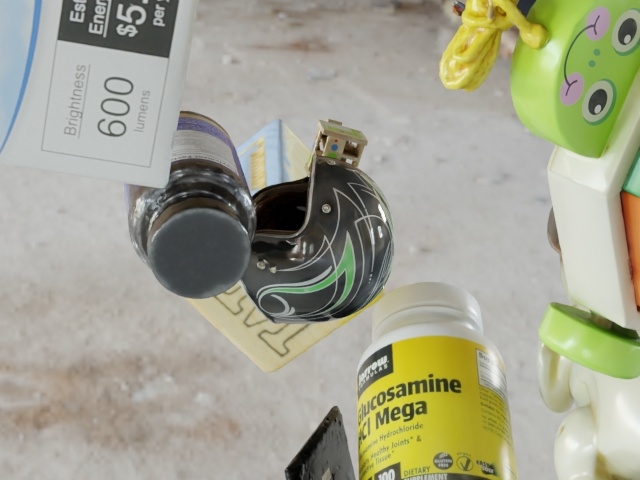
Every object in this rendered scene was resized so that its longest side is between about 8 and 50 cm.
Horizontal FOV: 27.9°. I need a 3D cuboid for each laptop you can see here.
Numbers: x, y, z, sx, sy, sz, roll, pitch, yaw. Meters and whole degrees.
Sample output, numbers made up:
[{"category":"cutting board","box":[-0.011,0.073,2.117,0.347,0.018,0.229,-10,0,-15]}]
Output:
[{"category":"laptop","box":[-0.037,0.369,1.575,0.137,0.264,0.234,-10,9,16]}]

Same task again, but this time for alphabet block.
[{"category":"alphabet block","box":[-0.057,0.006,1.584,0.193,0.197,0.192,-35,27,19]}]

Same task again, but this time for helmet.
[{"category":"helmet","box":[0.000,0.000,1.341,0.162,0.169,0.169,-23,19,15]}]

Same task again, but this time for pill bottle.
[{"category":"pill bottle","box":[-0.128,-0.035,1.252,0.123,0.122,0.219,-1,27,-11]},{"category":"pill bottle","box":[0.137,0.222,1.567,0.188,0.188,0.334,2,49,-4]}]

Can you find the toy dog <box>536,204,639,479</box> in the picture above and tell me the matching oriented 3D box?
[{"category":"toy dog","box":[0.374,0.109,1.495,0.285,0.395,0.408,-4,55,9]}]

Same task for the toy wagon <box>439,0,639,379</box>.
[{"category":"toy wagon","box":[0.198,-0.056,0.634,0.344,0.267,0.068,13,12,-42]}]

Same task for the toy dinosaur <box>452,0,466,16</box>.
[{"category":"toy dinosaur","box":[0.139,-0.213,1.046,0.090,0.082,0.047,32,41,31]}]

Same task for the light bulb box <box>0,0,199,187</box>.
[{"category":"light bulb box","box":[-0.242,-0.254,0.772,0.361,0.358,0.225,8,23,-11]}]

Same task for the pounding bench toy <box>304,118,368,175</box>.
[{"category":"pounding bench toy","box":[0.014,-0.097,1.449,0.052,0.065,0.083,14,16,-12]}]

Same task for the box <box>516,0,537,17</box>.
[{"category":"box","box":[0.320,-0.533,1.339,0.297,0.472,0.479,18,47,-53]}]
